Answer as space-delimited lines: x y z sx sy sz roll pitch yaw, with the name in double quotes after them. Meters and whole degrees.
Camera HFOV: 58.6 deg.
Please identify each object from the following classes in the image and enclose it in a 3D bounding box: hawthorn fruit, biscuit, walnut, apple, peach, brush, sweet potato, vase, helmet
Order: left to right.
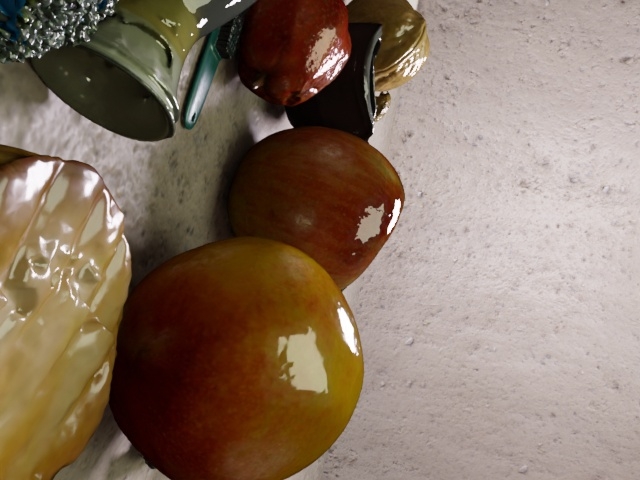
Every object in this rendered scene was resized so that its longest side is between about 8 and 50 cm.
-0.237 0.077 0.384 0.296 0.102 0.296 15 90 -80 "biscuit"
-0.117 -0.250 0.508 0.173 0.173 0.321 78 33 -63 "vase"
-0.133 -0.228 0.731 0.043 0.032 0.193 65 38 -72 "brush"
-0.101 0.145 0.682 0.332 0.308 0.307 40 62 -59 "peach"
-0.044 -0.286 0.828 0.179 0.173 0.173 -52 169 3 "hawthorn fruit"
-0.019 -0.058 0.951 0.301 0.302 0.301 12 90 -78 "apple"
0.020 -0.276 1.056 0.305 0.177 0.224 55 38 -86 "helmet"
0.063 -0.306 1.350 0.310 0.124 0.098 -41 168 -47 "sweet potato"
0.138 -0.453 1.306 0.228 0.228 0.228 12 90 -78 "walnut"

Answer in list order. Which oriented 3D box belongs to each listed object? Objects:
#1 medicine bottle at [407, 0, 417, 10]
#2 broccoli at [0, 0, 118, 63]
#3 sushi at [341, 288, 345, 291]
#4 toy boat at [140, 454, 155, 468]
0.190 -0.614 1.590 0.143 0.143 0.258 -29 129 -75 "medicine bottle"
-0.187 -0.186 0.327 0.160 0.167 0.154 51 15 -43 "broccoli"
0.000 0.000 1.396 0.320 0.069 0.339 128 -29 -65 "sushi"
-0.218 0.279 0.806 0.140 0.059 0.066 44 30 -78 "toy boat"
